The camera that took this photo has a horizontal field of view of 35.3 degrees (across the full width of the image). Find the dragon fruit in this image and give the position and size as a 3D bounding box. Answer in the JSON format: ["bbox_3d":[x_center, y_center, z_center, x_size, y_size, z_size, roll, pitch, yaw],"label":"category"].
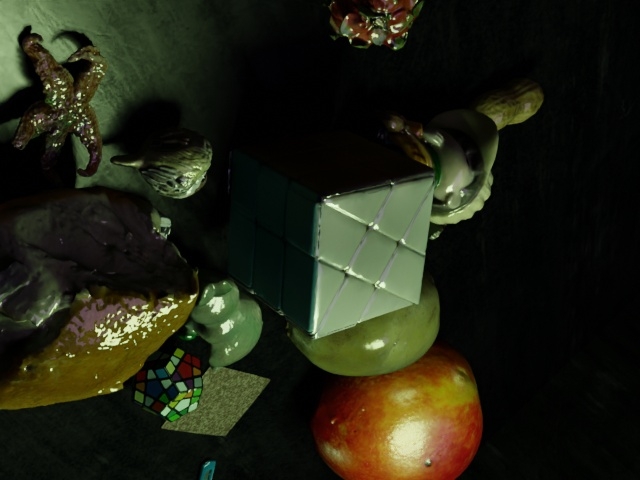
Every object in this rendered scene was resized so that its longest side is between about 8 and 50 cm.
[{"bbox_3d":[0.088,-0.353,1.409,0.236,0.135,0.137,-49,161,-46],"label":"dragon fruit"}]

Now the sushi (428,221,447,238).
[{"bbox_3d":[0.250,-0.037,2.084,0.083,0.044,0.046,-53,150,13],"label":"sushi"}]

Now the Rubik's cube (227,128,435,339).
[{"bbox_3d":[0.010,-0.021,1.514,0.221,0.224,0.231,-14,120,-36],"label":"Rubik's cube"}]

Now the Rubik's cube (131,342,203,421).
[{"bbox_3d":[-0.255,0.232,1.661,0.133,0.133,0.112,-55,174,13],"label":"Rubik's cube"}]

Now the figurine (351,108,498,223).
[{"bbox_3d":[0.164,-0.122,1.744,0.332,0.185,0.204,-8,147,-40],"label":"figurine"}]

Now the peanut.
[{"bbox_3d":[0.345,-0.252,1.915,0.193,0.089,0.089,-23,143,-30],"label":"peanut"}]

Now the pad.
[{"bbox_3d":[-0.198,0.314,1.953,0.158,0.003,0.235,-51,151,6],"label":"pad"}]

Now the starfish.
[{"bbox_3d":[-0.312,-0.160,1.193,0.150,0.053,0.209,-48,150,-26],"label":"starfish"}]

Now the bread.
[{"bbox_3d":[-0.326,0.065,1.239,0.279,0.225,0.250,-10,149,-51],"label":"bread"}]

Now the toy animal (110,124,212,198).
[{"bbox_3d":[-0.210,-0.096,1.346,0.137,0.098,0.098,-19,142,-20],"label":"toy animal"}]

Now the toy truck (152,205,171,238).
[{"bbox_3d":[-0.264,-0.024,1.400,0.123,0.052,0.063,7,114,-54],"label":"toy truck"}]

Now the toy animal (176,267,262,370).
[{"bbox_3d":[-0.166,0.101,1.612,0.127,0.125,0.251,-57,162,-27],"label":"toy animal"}]

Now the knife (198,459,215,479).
[{"bbox_3d":[-0.262,0.565,2.152,0.044,0.026,0.296,-12,137,-30],"label":"knife"}]

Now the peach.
[{"bbox_3d":[0.156,0.376,2.163,0.388,0.388,0.388,-33,148,-24],"label":"peach"}]

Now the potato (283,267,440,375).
[{"bbox_3d":[0.092,0.143,1.892,0.326,0.243,0.221,-9,109,-57],"label":"potato"}]
